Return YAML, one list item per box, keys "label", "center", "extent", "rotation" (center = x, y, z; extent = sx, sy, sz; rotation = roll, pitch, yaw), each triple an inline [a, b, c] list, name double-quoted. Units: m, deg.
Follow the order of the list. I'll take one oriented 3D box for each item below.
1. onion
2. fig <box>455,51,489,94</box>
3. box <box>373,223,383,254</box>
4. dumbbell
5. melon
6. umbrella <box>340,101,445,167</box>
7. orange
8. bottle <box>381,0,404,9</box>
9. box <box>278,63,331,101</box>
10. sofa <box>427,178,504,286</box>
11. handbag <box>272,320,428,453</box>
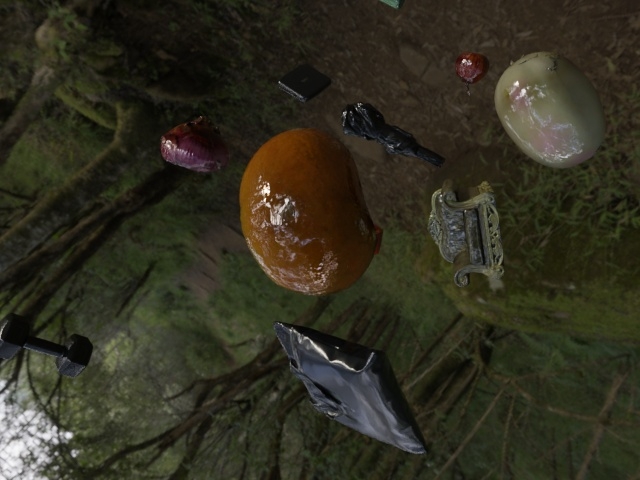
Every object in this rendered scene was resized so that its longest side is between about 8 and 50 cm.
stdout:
- label: "onion"
  center: [-0.387, -0.311, 1.623]
  extent: [0.229, 0.163, 0.230]
  rotation: [18, -154, -9]
- label: "fig"
  center: [0.563, -0.645, 1.941]
  extent: [0.128, 0.128, 0.150]
  rotation: [43, 148, 7]
- label: "box"
  center: [0.000, 0.001, 1.421]
  extent: [0.197, 0.313, 0.089]
  rotation: [30, 124, 36]
- label: "dumbbell"
  center: [-0.253, 0.097, 0.472]
  extent: [0.083, 0.040, 0.036]
  rotation: [32, -158, -36]
- label: "melon"
  center: [0.582, -0.332, 1.313]
  extent: [0.317, 0.223, 0.223]
  rotation: [53, 166, -5]
- label: "umbrella"
  center: [0.217, -0.310, 1.544]
  extent: [0.340, 0.118, 0.118]
  rotation: [28, 165, 3]
- label: "orange"
  center: [-0.031, -0.048, 1.004]
  extent: [0.274, 0.274, 0.310]
  rotation: [25, 140, 55]
- label: "bottle"
  center: [0.135, -0.512, 1.075]
  extent: [0.083, 0.030, 0.030]
  rotation: [34, 164, 17]
- label: "box"
  center: [-0.046, -0.475, 1.559]
  extent: [0.125, 0.126, 0.027]
  rotation: [39, 154, 25]
- label: "sofa"
  center: [0.369, -0.024, 1.346]
  extent: [0.200, 0.182, 0.259]
  rotation: [-51, -49, -70]
- label: "handbag"
  center: [0.044, 0.230, 0.812]
  extent: [0.211, 0.089, 0.254]
  rotation: [7, 137, 41]
